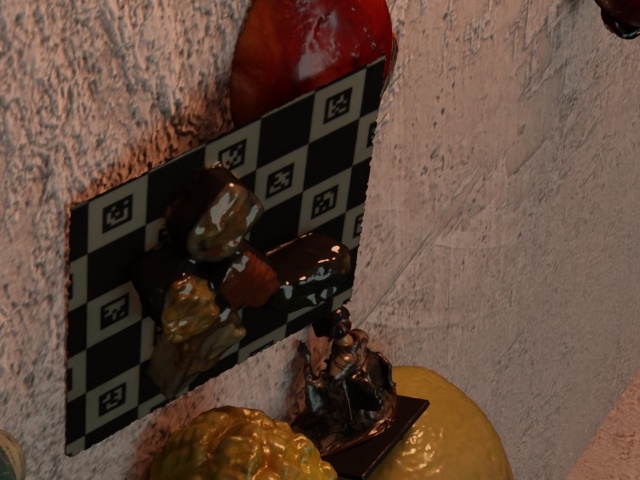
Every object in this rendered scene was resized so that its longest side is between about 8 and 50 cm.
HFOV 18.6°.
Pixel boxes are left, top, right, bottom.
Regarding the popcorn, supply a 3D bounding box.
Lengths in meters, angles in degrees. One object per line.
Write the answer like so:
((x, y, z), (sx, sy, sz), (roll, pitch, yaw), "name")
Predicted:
((-0.083, 0.276, 2.048), (0.218, 0.189, 0.169), (47, 31, -30), "popcorn")

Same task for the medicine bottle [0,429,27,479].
((-0.319, 0.191, 1.534), (0.124, 0.079, 0.258), (-60, 162, 17), "medicine bottle")

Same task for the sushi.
((-0.070, 0.036, 1.813), (0.359, 0.064, 0.343), (-29, 146, -30), "sushi")

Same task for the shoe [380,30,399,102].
((0.030, -0.133, 1.971), (0.194, 0.074, 0.077), (-68, 164, 12), "shoe")

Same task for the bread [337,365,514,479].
((0.095, 0.314, 2.492), (0.320, 0.237, 0.320), (-37, 158, -18), "bread")

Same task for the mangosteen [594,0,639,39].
((0.410, -0.343, 2.506), (0.166, 0.166, 0.180), (-53, -177, -23), "mangosteen")

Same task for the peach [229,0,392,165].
((0.005, -0.164, 1.812), (0.189, 0.068, 0.279), (-40, 145, -20), "peach")

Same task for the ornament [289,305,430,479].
((0.013, 0.148, 2.298), (0.166, 0.153, 0.196), (-45, 131, -40), "ornament")
